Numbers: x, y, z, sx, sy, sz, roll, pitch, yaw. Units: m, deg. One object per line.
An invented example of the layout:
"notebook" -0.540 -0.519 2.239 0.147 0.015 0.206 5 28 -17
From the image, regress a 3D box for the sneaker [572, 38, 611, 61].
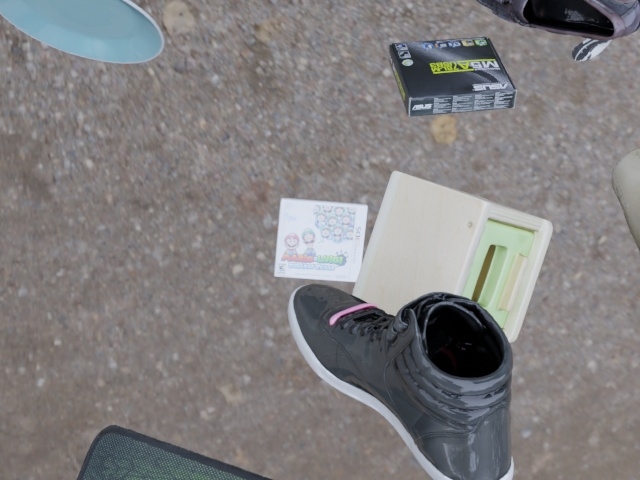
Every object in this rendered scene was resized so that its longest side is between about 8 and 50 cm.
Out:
"sneaker" 0.546 -0.391 1.988 0.109 0.040 0.043 -35 159 35

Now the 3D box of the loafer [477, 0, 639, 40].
"loafer" 0.354 -0.378 1.577 0.095 0.302 0.109 -41 140 -38

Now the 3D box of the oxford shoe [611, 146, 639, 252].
"oxford shoe" 0.349 -0.009 0.708 0.397 0.146 0.140 6 134 -46

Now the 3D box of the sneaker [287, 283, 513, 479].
"sneaker" 0.073 0.085 0.915 0.104 0.295 0.147 -20 132 -29

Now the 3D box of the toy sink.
"toy sink" 0.167 0.026 1.149 0.234 0.131 0.153 12 98 -56

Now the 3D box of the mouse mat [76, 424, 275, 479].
"mouse mat" -0.067 0.175 0.460 0.007 0.189 0.153 37 67 -50

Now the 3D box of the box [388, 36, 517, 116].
"box" 0.228 -0.291 1.778 0.190 0.184 0.045 -5 129 -5

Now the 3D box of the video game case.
"video game case" 0.000 0.000 1.812 0.157 0.019 0.143 4 102 -7

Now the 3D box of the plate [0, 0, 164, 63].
"plate" -0.252 -0.239 1.058 0.188 0.188 0.024 21 73 -26
